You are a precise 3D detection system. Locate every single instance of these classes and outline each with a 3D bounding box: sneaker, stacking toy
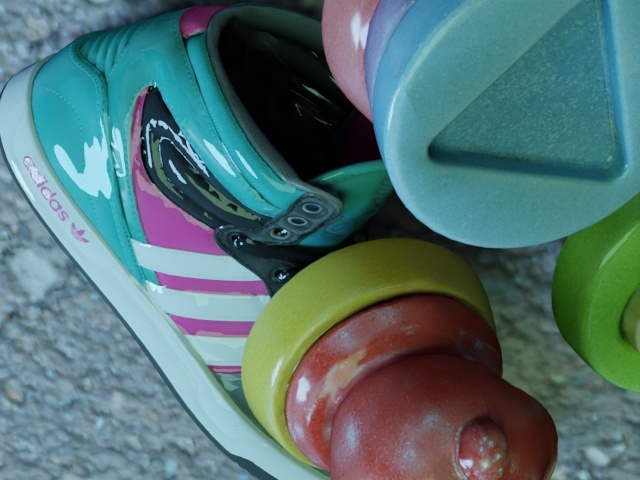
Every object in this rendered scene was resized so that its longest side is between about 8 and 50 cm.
[{"bbox_3d":[0.000,0.000,0.914,0.178,0.124,0.295,-26,113,37],"label":"sneaker"},{"bbox_3d":[0.128,0.000,0.802,0.279,0.130,0.309,-5,126,-20],"label":"stacking toy"}]
